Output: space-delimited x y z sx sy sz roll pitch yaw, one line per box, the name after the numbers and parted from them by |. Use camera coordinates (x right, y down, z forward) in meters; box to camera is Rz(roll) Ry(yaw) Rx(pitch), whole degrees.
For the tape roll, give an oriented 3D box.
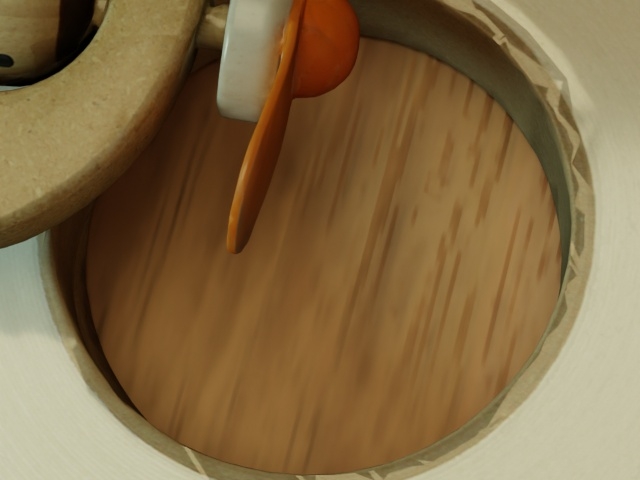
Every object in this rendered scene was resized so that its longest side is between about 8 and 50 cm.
0.000 0.000 0.682 0.392 0.072 0.392 -1 75 4 | tape roll

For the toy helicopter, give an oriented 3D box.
-0.055 -0.145 0.619 0.235 0.140 0.355 35 78 11 | toy helicopter
